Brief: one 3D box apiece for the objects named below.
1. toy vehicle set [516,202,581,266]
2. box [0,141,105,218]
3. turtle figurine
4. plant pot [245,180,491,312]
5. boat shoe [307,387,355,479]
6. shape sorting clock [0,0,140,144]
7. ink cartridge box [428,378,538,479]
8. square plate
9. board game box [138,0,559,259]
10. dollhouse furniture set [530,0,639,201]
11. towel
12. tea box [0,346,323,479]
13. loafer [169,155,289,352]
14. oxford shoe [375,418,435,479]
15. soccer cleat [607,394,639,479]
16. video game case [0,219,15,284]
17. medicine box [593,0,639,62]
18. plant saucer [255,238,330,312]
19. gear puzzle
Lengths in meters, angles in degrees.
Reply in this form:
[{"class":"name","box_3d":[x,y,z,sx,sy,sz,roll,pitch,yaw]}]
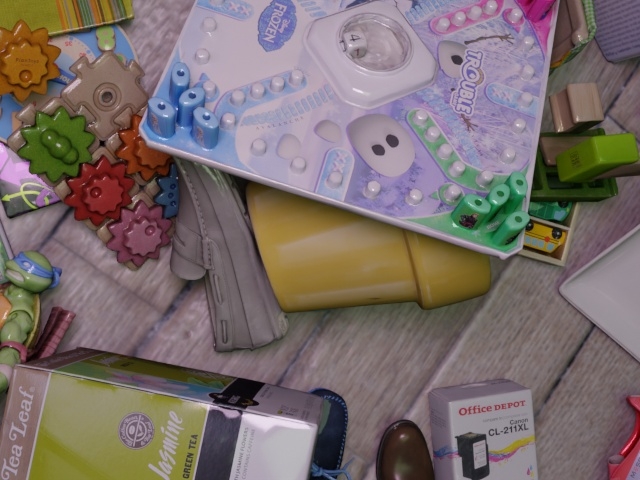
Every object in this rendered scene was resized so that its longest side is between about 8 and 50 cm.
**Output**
[{"class":"toy vehicle set","box_3d":[0.239,-0.076,1.193,0.267,0.035,0.166,15,87,-15]},{"class":"box","box_3d":[-0.322,-0.107,1.044,0.162,0.029,0.116,-21,97,-16]},{"class":"turtle figurine","box_3d":[-0.415,0.123,0.921,0.198,0.275,0.266,26,98,6]},{"class":"plant pot","box_3d":[0.048,-0.024,1.011,0.239,0.254,0.254,-17,96,2]},{"class":"boat shoe","box_3d":[-0.011,0.324,1.108,0.109,0.089,0.258,13,88,-15]},{"class":"shape sorting clock","box_3d":[-0.320,-0.199,1.016,0.206,0.040,0.206,2,77,-11]},{"class":"ink cartridge box","box_3d":[0.225,0.290,1.180,0.127,0.072,0.175,-6,93,-14]},{"class":"square plate","box_3d":[0.580,0.057,1.212,0.344,0.049,0.347,39,115,-12]},{"class":"board game box","box_3d":[0.058,-0.208,0.902,0.390,0.050,0.390,17,60,-2]},{"class":"dollhouse furniture set","box_3d":[0.334,-0.216,1.108,0.151,0.197,0.301,-4,78,-22]},{"class":"towel","box_3d":[-0.347,-0.282,1.015,0.237,0.021,0.102,-16,68,-14]},{"class":"tea box","box_3d":[-0.185,0.314,0.955,0.323,0.220,0.329,12,88,2]},{"class":"loafer","box_3d":[-0.130,0.006,1.020,0.111,0.112,0.319,-22,118,-6]},{"class":"oxford shoe","box_3d":[0.128,0.355,1.145,0.083,0.096,0.227,-7,92,-13]},{"class":"soccer cleat","box_3d":[0.457,0.381,1.242,0.116,0.108,0.318,19,89,7]},{"class":"video game case","box_3d":[-0.484,-0.023,1.005,0.193,0.023,0.212,-20,97,-14]},{"class":"medicine box","box_3d":[0.475,-0.444,1.190,0.263,0.149,0.289,-32,99,-12]},{"class":"plant saucer","box_3d":[0.000,0.000,1.130,0.195,0.037,0.195,-1,92,-16]},{"class":"gear puzzle","box_3d":[-0.246,-0.115,0.979,0.175,0.044,0.339,-45,130,-10]}]
